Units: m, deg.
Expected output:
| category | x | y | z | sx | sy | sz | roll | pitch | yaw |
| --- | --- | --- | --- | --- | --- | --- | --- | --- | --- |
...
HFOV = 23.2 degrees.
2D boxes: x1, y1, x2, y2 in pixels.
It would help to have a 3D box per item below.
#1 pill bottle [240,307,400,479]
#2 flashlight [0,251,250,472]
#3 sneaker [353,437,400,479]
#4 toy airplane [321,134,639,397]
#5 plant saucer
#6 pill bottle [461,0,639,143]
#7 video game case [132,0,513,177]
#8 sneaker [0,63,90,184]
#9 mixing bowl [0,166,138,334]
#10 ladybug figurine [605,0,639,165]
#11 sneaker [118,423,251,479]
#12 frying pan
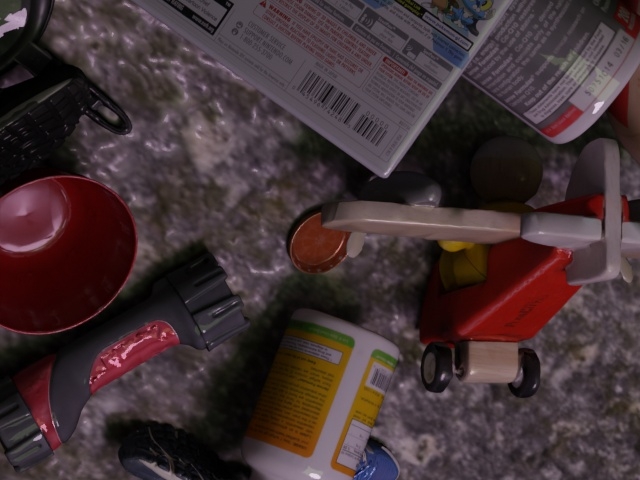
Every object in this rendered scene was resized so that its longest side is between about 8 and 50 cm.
| category | x | y | z | sx | sy | sz | roll | pitch | yaw |
| --- | --- | --- | --- | --- | --- | --- | --- | --- | --- |
| pill bottle | -0.011 | 0.214 | 1.807 | 0.136 | 0.136 | 0.246 | 29 | 78 | -38 |
| flashlight | -0.223 | 0.138 | 1.714 | 0.304 | 0.103 | 0.103 | -28 | 127 | -11 |
| sneaker | 0.020 | 0.285 | 1.955 | 0.211 | 0.081 | 0.080 | 16 | 108 | -37 |
| toy airplane | 0.233 | -0.014 | 1.776 | 0.384 | 0.272 | 0.386 | -18 | 149 | 19 |
| plant saucer | 0.000 | 0.000 | 1.815 | 0.083 | 0.013 | 0.083 | -14 | 125 | -21 |
| pill bottle | 0.184 | -0.242 | 1.616 | 0.283 | 0.161 | 0.161 | 35 | 98 | -10 |
| video game case | 0.016 | -0.274 | 1.521 | 0.329 | 0.036 | 0.300 | 35 | 99 | 1 |
| sneaker | -0.357 | -0.102 | 1.476 | 0.283 | 0.124 | 0.107 | -36 | 164 | -6 |
| mixing bowl | -0.287 | -0.006 | 1.593 | 0.181 | 0.098 | 0.181 | -14 | 124 | -21 |
| ladybug figurine | 0.425 | -0.279 | 1.768 | 0.305 | 0.162 | 0.449 | -22 | 129 | -43 |
| sneaker | -0.148 | 0.324 | 1.868 | 0.122 | 0.110 | 0.283 | -45 | 128 | 9 |
| frying pan | -0.321 | -0.182 | 1.506 | 0.197 | 0.053 | 0.326 | -30 | 125 | -10 |
